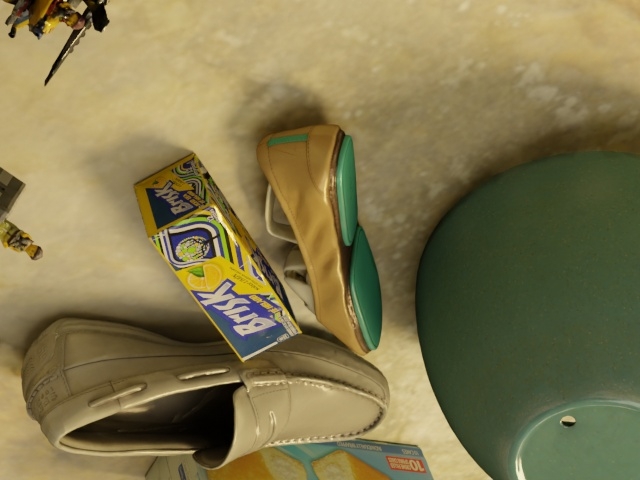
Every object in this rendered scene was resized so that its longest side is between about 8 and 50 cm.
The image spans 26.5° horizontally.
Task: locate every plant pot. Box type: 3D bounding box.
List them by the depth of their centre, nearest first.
[{"bbox_3d":[0.212,0.104,1.048,0.290,0.195,0.290,4,126,5],"label":"plant pot"}]

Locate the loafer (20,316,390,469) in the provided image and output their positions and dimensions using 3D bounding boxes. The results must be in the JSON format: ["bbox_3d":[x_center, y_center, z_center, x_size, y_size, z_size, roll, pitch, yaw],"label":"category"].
[{"bbox_3d":[-0.081,0.136,1.090,0.320,0.111,0.112,6,130,-28],"label":"loafer"}]

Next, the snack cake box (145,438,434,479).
[{"bbox_3d":[-0.009,0.256,1.210,0.264,0.152,0.089,12,126,-33],"label":"snack cake box"}]

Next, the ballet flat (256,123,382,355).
[{"bbox_3d":[0.000,0.000,1.036,0.073,0.080,0.232,2,136,13],"label":"ballet flat"}]

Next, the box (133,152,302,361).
[{"bbox_3d":[-0.074,0.017,1.014,0.054,0.059,0.169,-27,137,4],"label":"box"}]

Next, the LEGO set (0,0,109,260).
[{"bbox_3d":[-0.222,-0.049,0.740,0.192,0.255,0.331,36,102,-14],"label":"LEGO set"}]
